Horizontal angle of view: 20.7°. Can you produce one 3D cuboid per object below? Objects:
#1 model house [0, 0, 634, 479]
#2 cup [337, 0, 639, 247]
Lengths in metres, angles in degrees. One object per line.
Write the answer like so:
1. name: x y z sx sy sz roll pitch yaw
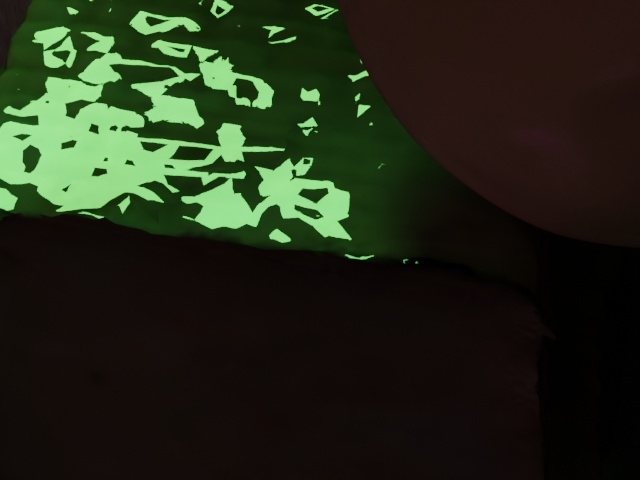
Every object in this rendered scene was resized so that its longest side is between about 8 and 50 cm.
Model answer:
1. model house: 0.002 0.000 0.661 0.298 0.243 0.284 86 -163 -49
2. cup: 0.111 -0.063 0.394 0.202 0.173 0.255 131 129 -69
